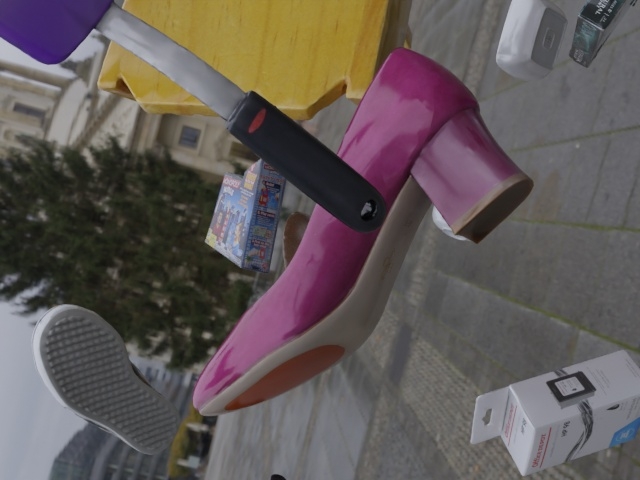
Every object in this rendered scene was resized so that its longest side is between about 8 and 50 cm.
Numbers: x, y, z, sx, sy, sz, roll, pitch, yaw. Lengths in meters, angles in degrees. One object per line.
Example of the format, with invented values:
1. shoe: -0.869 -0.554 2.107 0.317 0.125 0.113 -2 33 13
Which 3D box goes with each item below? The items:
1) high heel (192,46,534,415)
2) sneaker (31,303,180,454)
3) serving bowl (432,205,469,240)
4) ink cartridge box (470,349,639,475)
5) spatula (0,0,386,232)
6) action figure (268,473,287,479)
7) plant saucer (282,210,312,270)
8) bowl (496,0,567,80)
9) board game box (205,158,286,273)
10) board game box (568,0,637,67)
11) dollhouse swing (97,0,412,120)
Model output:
1. high heel: 0.000 0.000 0.721 0.377 0.181 0.127 -39 -26 9
2. sneaker: -0.341 0.205 1.164 0.126 0.128 0.321 -48 -46 -24
3. serving bowl: 0.190 -0.020 1.069 0.083 0.083 0.027 136 159 -81
4. ink cartridge box: 0.263 0.196 0.857 0.104 0.180 0.060 84 166 -45
5. spatula: -0.065 -0.084 0.412 0.084 0.296 0.030 -57 29 -5
6. action figure: -0.145 0.444 1.070 0.285 0.185 0.099 -48 61 25
7. plant saucer: -0.003 0.042 1.340 0.198 0.036 0.198 43 -140 -52
8. bowl: 0.370 -0.347 1.326 0.142 0.053 0.141 6 -77 -49
9. board game box: -0.130 -0.060 1.428 0.194 0.060 0.194 28 102 59
10. board game box: 0.266 -0.223 0.676 0.126 0.026 0.186 -57 -11 12
11. dollhouse swing: -0.052 -0.239 1.075 0.305 0.347 0.315 61 -143 -63
